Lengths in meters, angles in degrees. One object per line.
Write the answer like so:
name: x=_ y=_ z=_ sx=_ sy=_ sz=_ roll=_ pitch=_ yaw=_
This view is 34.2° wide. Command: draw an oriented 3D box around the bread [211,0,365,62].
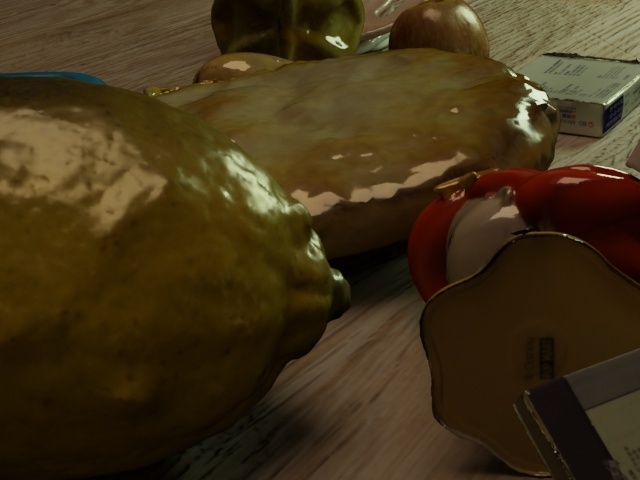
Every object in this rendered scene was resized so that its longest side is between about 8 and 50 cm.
bread: x=-0.049 y=-0.347 z=1.537 sx=0.238 sy=0.252 sz=0.196 roll=4 pitch=24 yaw=25

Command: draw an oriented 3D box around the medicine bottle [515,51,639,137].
medicine bottle: x=0.328 y=-0.198 z=1.379 sx=0.171 sy=0.052 sz=0.201 roll=11 pitch=29 yaw=30

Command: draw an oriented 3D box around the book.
book: x=0.243 y=0.123 z=0.594 sx=0.231 sy=0.026 sz=0.157 roll=-15 pitch=60 yaw=-23

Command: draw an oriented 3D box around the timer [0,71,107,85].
timer: x=-0.415 y=-0.112 z=1.231 sx=0.309 sy=0.115 sz=0.340 roll=-2 pitch=24 yaw=7

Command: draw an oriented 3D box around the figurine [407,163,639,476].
figurine: x=0.166 y=0.033 z=0.760 sx=0.208 sy=0.181 sz=0.257 roll=-40 pitch=13 yaw=20

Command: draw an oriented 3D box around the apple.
apple: x=0.171 y=-0.286 z=1.508 sx=0.146 sy=0.131 sz=0.146 roll=-9 pitch=24 yaw=4

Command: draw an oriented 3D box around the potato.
potato: x=-0.079 y=-0.190 z=1.364 sx=0.178 sy=0.118 sz=0.109 roll=3 pitch=57 yaw=-17

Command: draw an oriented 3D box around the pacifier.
pacifier: x=0.031 y=-0.425 z=1.755 sx=0.332 sy=0.273 sz=0.220 roll=15 pitch=14 yaw=36

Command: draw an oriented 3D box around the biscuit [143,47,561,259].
biscuit: x=0.018 y=-0.100 z=1.070 sx=0.446 sy=0.104 sz=0.429 roll=-13 pitch=26 yaw=-11

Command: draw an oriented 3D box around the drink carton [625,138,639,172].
drink carton: x=0.374 y=-0.032 z=0.771 sx=0.271 sy=0.108 sz=0.161 roll=16 pitch=15 yaw=-41

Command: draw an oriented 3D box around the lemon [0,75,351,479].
lemon: x=-0.166 y=0.028 z=0.690 sx=0.316 sy=0.285 sz=0.285 roll=35 pitch=14 yaw=-20

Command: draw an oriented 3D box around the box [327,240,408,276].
box: x=0.000 y=0.000 z=1.011 sx=0.193 sy=0.030 sz=0.121 roll=-21 pitch=29 yaw=-33
